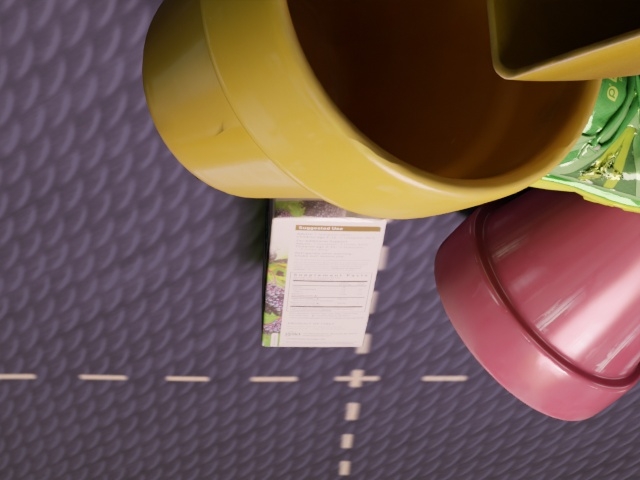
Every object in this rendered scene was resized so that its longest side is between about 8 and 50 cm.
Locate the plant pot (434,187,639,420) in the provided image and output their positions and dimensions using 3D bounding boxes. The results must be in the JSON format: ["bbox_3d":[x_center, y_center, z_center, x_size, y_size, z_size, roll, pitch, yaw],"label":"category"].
[{"bbox_3d":[0.227,0.021,1.409,0.201,0.201,0.180,22,128,-36],"label":"plant pot"}]

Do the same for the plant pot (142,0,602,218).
[{"bbox_3d":[0.011,-0.129,1.084,0.254,0.254,0.239,17,162,-30],"label":"plant pot"}]

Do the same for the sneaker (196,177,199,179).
[{"bbox_3d":[-0.041,-0.093,1.315,0.089,0.051,0.170,10,146,-10],"label":"sneaker"}]

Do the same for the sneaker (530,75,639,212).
[{"bbox_3d":[0.217,-0.091,1.270,0.295,0.109,0.123,3,155,-6],"label":"sneaker"}]

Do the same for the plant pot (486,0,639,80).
[{"bbox_3d":[0.229,-0.202,0.965,0.212,0.212,0.187,-15,164,43],"label":"plant pot"}]

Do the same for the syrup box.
[{"bbox_3d":[0.000,0.000,1.441,0.096,0.093,0.237,1,151,-3],"label":"syrup box"}]
